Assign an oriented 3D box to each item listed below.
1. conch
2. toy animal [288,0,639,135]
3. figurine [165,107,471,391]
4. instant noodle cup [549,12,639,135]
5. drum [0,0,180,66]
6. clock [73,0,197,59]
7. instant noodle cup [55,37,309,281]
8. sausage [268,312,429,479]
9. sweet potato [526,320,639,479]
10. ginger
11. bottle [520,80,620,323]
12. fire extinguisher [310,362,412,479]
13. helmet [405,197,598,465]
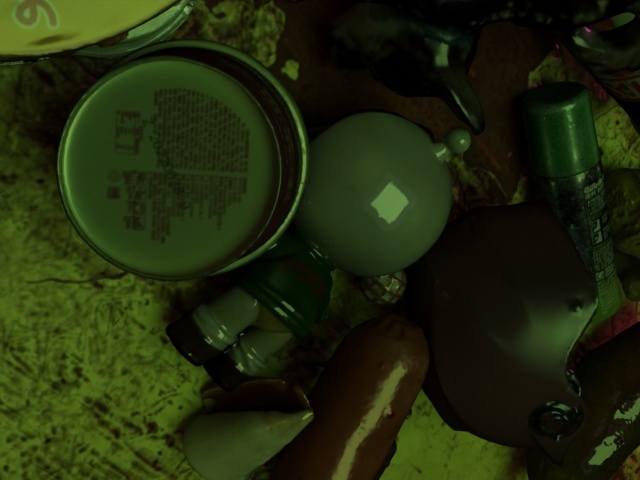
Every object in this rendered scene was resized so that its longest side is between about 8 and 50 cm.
[{"bbox_3d":[-0.086,0.204,0.982,0.094,0.104,0.176,31,132,-17],"label":"conch"},{"bbox_3d":[0.160,-0.239,0.885,0.302,0.344,0.194,49,33,-32],"label":"toy animal"},{"bbox_3d":[0.000,0.000,0.952,0.370,0.167,0.281,-44,121,-3],"label":"figurine"},{"bbox_3d":[0.389,-0.297,1.059,0.312,0.284,0.284,28,89,-27],"label":"instant noodle cup"},{"bbox_3d":[-0.242,-0.329,0.612,0.431,0.214,0.431,-5,102,-22],"label":"drum"},{"bbox_3d":[-0.193,-0.281,0.800,0.236,0.053,0.236,-12,113,-30],"label":"clock"},{"bbox_3d":[-0.121,-0.066,0.785,0.235,0.178,0.234,0,98,-3],"label":"instant noodle cup"},{"bbox_3d":[0.033,0.200,0.991,0.113,0.113,0.259,30,85,-36],"label":"sausage"},{"bbox_3d":[0.416,0.258,1.320,0.370,0.158,0.158,-40,123,-8],"label":"sweet potato"},{"bbox_3d":[0.518,-0.016,1.298,0.270,0.123,0.218,-3,86,-31],"label":"ginger"},{"bbox_3d":[0.337,-0.046,1.194,0.093,0.093,0.330,-29,119,-22],"label":"bottle"},{"bbox_3d":[-0.005,0.278,1.084,0.147,0.106,0.337,32,86,-11],"label":"fire extinguisher"},{"bbox_3d":[0.201,0.114,1.076,0.197,0.271,0.338,-2,119,-4],"label":"helmet"}]
